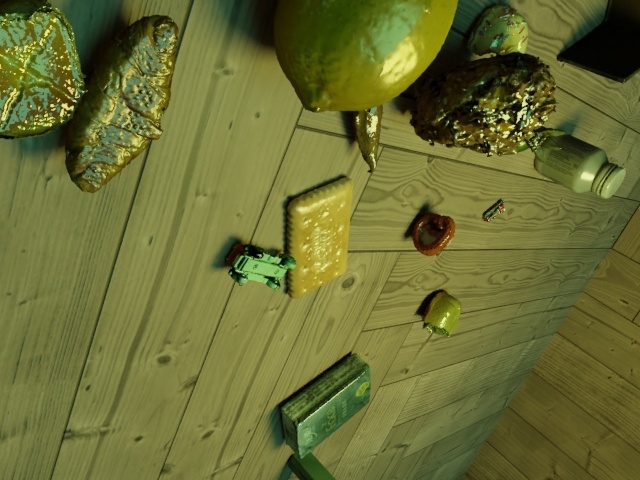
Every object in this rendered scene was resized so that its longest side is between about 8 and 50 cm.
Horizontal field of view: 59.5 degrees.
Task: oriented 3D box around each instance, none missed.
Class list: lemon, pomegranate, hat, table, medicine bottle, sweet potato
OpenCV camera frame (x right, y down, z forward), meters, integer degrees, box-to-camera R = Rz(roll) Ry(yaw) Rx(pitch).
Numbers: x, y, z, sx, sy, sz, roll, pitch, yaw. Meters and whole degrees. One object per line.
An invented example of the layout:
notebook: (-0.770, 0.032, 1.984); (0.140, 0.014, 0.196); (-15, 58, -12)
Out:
lemon: (0.059, -0.306, 0.756); (0.263, 0.236, 0.236); (-30, 141, -7)
pomegranate: (0.449, -0.254, 1.255); (0.131, 0.191, 0.152); (-28, 139, -3)
hat: (0.293, -0.010, 1.386); (0.112, 0.093, 0.162); (-47, 151, 13)
table: (0.729, -0.555, 1.288); (0.282, 0.196, 0.250); (-36, 142, -19)
medicine bottle: (0.729, -0.206, 1.571); (0.135, 0.215, 0.135); (-28, 138, -29)
sweet potato: (0.083, -0.213, 1.001); (0.068, 0.060, 0.206); (-42, 137, -36)

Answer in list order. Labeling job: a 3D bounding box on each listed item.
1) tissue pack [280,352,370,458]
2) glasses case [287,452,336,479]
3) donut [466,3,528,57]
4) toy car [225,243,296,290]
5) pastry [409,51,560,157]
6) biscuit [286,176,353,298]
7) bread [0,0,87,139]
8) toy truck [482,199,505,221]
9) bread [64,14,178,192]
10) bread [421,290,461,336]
tissue pack: (0.018, 0.435, 1.478); (0.257, 0.081, 0.185); (-32, 140, -27)
glasses case: (-0.008, 0.669, 1.565); (0.078, 0.184, 0.039); (9, 111, -50)
donut: (0.371, -0.416, 1.132); (0.166, 0.065, 0.108); (-3, 122, -46)
toy car: (-0.108, 0.046, 1.030); (0.073, 0.054, 0.143); (-57, 148, 10)
pastry: (0.307, -0.244, 1.058); (0.275, 0.275, 0.193); (-28, 112, -28)
biscuit: (0.001, 0.000, 1.125); (0.160, 0.030, 0.250); (-25, 137, -31)
bread: (-0.318, -0.181, 0.593); (0.128, 0.069, 0.140); (-28, 135, -30)
toy truck: (0.495, -0.083, 1.590); (0.083, 0.024, 0.032); (-34, 112, -17)
bread: (-0.241, -0.169, 0.680); (0.105, 0.076, 0.233); (18, 109, -49)
bread: (0.362, 0.215, 1.657); (0.125, 0.086, 0.156); (-56, 149, -11)
